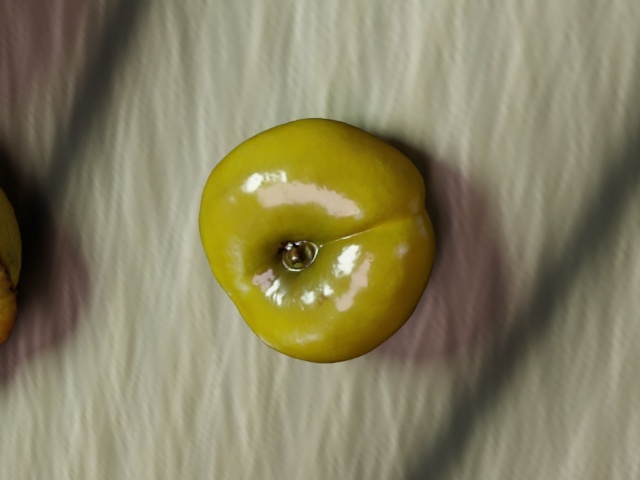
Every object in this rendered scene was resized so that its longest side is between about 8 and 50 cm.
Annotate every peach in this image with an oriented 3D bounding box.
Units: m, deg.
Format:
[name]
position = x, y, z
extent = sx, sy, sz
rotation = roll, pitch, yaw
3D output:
[peach]
position = 0.000, 0.000, 1.092
extent = 0.179, 0.103, 0.179
rotation = 7, 111, 18

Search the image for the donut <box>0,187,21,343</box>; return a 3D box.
[donut]
position = -0.354, 0.006, 1.215
extent = 0.253, 0.118, 0.253
rotation = 8, 126, 11
